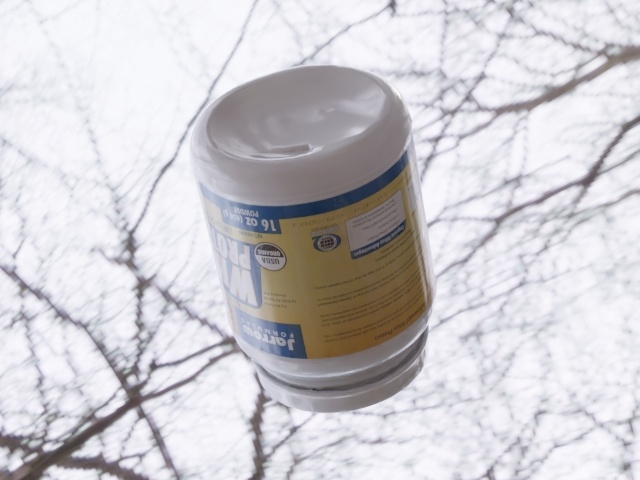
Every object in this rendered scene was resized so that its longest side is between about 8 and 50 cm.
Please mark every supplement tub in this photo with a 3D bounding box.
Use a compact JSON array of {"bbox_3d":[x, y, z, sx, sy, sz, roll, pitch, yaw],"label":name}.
[{"bbox_3d":[0.000,0.000,1.182,0.144,0.144,0.200,-30,-52,-26],"label":"supplement tub"}]
